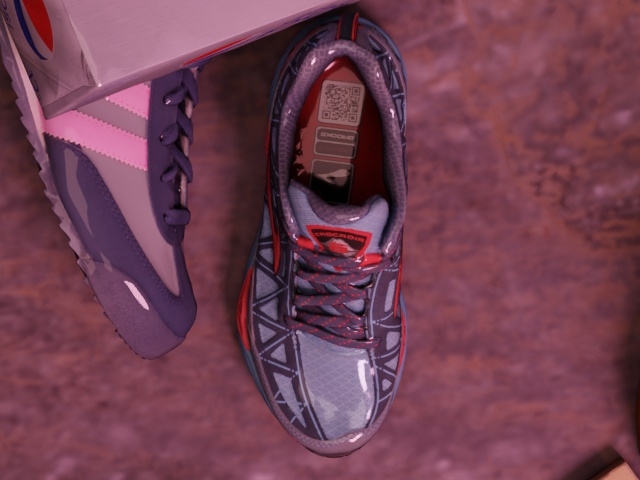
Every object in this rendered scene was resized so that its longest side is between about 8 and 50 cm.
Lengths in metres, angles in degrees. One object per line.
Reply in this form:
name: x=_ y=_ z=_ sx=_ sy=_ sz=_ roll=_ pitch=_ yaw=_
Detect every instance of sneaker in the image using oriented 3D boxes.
sneaker: x=-0.104 y=-0.094 z=0.956 sx=0.131 sy=0.112 sz=0.319 roll=-17 pitch=95 yaw=4
sneaker: x=0.000 y=0.000 z=0.956 sx=0.104 sy=0.125 sz=0.261 roll=0 pitch=94 yaw=1

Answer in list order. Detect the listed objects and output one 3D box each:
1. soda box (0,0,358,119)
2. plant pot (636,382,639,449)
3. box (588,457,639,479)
soda box: x=-0.030 y=-0.163 z=0.901 sx=0.286 sy=0.091 sz=0.098 roll=-24 pitch=94 yaw=-26
plant pot: x=0.296 y=0.113 z=0.932 sx=0.205 sy=0.188 sz=0.205 roll=0 pitch=94 yaw=0
box: x=0.153 y=0.257 z=1.028 sx=0.201 sy=0.021 sz=0.164 roll=-36 pitch=94 yaw=2
